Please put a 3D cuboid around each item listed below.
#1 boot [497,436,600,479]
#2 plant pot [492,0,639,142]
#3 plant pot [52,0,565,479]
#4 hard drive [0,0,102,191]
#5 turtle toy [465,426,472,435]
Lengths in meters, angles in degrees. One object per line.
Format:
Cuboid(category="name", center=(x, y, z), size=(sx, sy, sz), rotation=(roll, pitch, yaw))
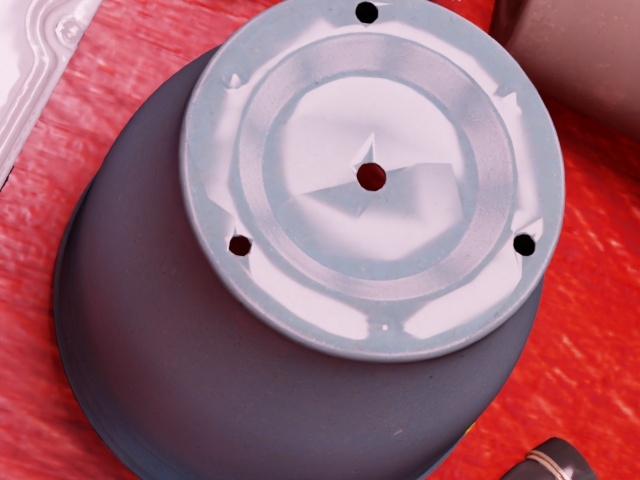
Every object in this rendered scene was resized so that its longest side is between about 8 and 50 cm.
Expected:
Cuboid(category="boot", center=(0.149, 0.248, 0.992), size=(0.137, 0.077, 0.198), rotation=(-30, 85, -18))
Cuboid(category="plant pot", center=(0.240, -0.155, 0.975), size=(0.229, 0.263, 0.263), rotation=(14, 80, -5))
Cuboid(category="plant pot", center=(0.000, 0.000, 0.797), size=(0.272, 0.255, 0.271), rotation=(3, 72, -11))
Cuboid(category="hard drive", center=(-0.233, -0.180, 0.850), size=(0.237, 0.064, 0.339), rotation=(31, 75, -19))
Cuboid(category="turtle toy", center=(0.050, 0.093, 0.951), size=(0.130, 0.066, 0.095), rotation=(-32, 82, -19))
